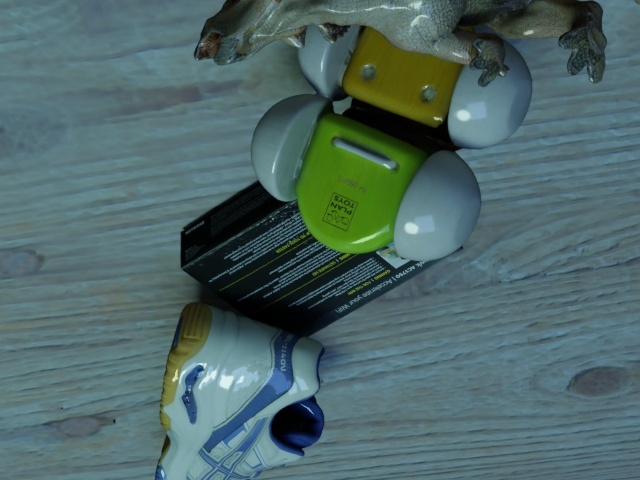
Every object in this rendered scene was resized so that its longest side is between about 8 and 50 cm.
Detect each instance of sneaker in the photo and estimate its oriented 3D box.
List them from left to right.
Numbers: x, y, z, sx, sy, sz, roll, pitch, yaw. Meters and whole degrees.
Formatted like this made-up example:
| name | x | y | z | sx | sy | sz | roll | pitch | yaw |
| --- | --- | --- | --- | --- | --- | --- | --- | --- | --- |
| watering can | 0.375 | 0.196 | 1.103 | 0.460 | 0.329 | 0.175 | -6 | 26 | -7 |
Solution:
| name | x | y | z | sx | sy | sz | roll | pitch | yaw |
| --- | --- | --- | --- | --- | --- | --- | --- | --- | --- |
| sneaker | -0.067 | 0.169 | 1.251 | 0.131 | 0.112 | 0.296 | 12 | 146 | 0 |

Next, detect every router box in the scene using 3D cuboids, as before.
| name | x | y | z | sx | sy | sz | roll | pitch | yaw |
| --- | --- | --- | --- | --- | --- | --- | --- | --- | --- |
| router box | 0.000 | 0.000 | 1.158 | 0.179 | 0.046 | 0.133 | -30 | 131 | 25 |

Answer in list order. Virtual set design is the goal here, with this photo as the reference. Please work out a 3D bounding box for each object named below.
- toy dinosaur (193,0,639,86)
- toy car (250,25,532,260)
| name | x | y | z | sx | sy | sz | roll | pitch | yaw |
| --- | --- | --- | --- | --- | --- | --- | --- | --- | --- |
| toy dinosaur | 0.081 | -0.172 | 0.911 | 0.296 | 0.200 | 0.127 | -7 | 108 | -22 |
| toy car | 0.055 | -0.072 | 1.012 | 0.159 | 0.182 | 0.136 | 24 | 179 | 22 |
